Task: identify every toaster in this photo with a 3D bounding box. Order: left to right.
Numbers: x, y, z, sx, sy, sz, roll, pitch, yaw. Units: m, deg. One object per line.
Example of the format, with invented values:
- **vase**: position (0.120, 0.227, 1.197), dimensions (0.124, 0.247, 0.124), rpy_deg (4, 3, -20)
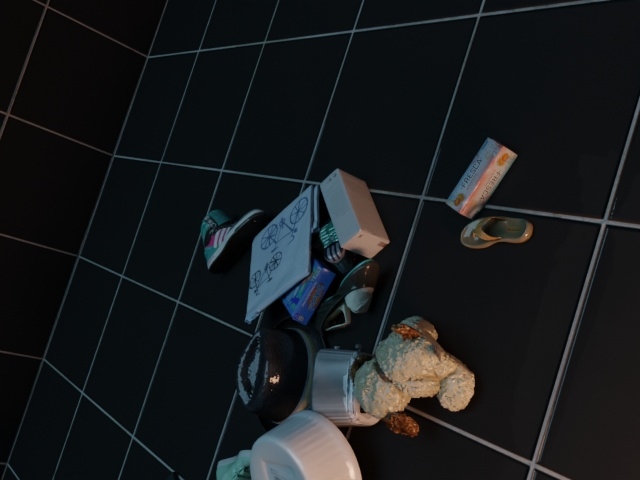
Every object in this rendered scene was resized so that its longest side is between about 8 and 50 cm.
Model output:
- **toaster**: position (0.064, 0.367, 1.715), dimensions (0.146, 0.129, 0.227), rpy_deg (-13, 65, 43)

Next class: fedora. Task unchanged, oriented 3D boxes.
- **fedora**: position (-0.128, 0.356, 1.919), dimensions (0.334, 0.152, 0.334), rpy_deg (-22, 58, 41)

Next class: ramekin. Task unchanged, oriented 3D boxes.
- **ramekin**: position (-0.044, 0.555, 1.663), dimensions (0.277, 0.135, 0.277), rpy_deg (19, 116, 44)

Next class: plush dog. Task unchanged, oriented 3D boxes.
- **plush dog**: position (0.170, 0.294, 1.550), dimensions (0.225, 0.210, 0.262), rpy_deg (-51, 43, 12)

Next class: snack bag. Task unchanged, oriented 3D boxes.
- **snack bag**: position (-0.109, 0.040, 2.062), dimensions (0.323, 0.037, 0.343), rpy_deg (-40, 35, 36)

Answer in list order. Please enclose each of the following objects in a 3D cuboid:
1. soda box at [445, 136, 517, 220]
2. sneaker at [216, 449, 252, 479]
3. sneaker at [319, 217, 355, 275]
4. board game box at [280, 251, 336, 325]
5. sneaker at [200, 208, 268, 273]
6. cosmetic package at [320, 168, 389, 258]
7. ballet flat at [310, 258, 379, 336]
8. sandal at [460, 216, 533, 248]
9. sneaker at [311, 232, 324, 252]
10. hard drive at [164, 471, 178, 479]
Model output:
- **soda box**: position (0.372, -0.142, 1.635), dimensions (0.183, 0.063, 0.058), rpy_deg (-58, 40, 12)
- **sneaker**: position (-0.204, 0.658, 1.916), dimensions (0.256, 0.094, 0.151), rpy_deg (-38, 42, 46)
- **sneaker**: position (0.053, 0.016, 1.928), dimensions (0.083, 0.098, 0.224), rpy_deg (-27, 28, 19)
- **board game box**: position (-0.040, 0.123, 1.940), dimensions (0.160, 0.047, 0.210), rpy_deg (-60, 19, 5)
- **sneaker**: position (-0.294, -0.045, 2.318), dimensions (0.295, 0.123, 0.178), rpy_deg (-45, 54, 28)
- **cosmetic package**: position (0.088, -0.073, 1.889), dimensions (0.085, 0.117, 0.231), rpy_deg (-42, 45, 30)
- **ballet flat**: position (0.075, 0.161, 1.831), dimensions (0.280, 0.095, 0.096), rpy_deg (-47, 53, 39)
- **sandal**: position (0.385, -0.023, 1.578), dimensions (0.180, 0.049, 0.072), rpy_deg (-5, 70, 48)
- **sneaker**: position (0.000, 0.000, 2.030), dimensions (0.083, 0.031, 0.035), rpy_deg (-46, 31, 20)
- **hard drive**: position (-0.467, 0.808, 2.210), dimensions (0.094, 0.022, 0.135), rpy_deg (-50, 43, 22)
